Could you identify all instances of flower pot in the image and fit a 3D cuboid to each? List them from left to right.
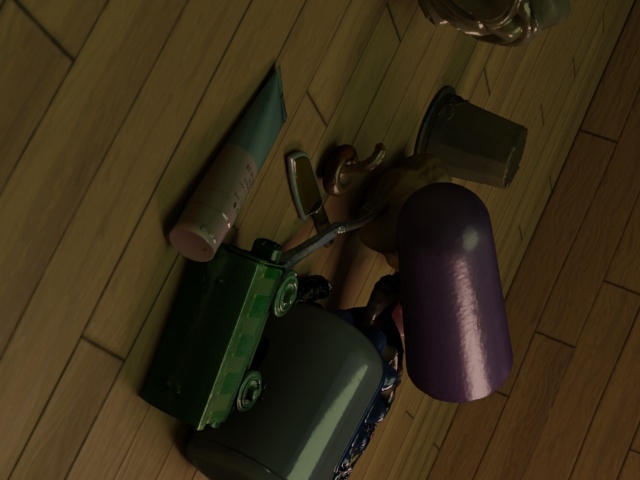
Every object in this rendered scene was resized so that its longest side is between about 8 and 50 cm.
[{"bbox_3d":[0.335,-0.209,2.448,0.212,0.203,0.212,20,90,-74],"label":"flower pot"}]

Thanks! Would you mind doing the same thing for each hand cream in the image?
[{"bbox_3d":[-0.118,-0.111,1.598,0.111,0.070,0.312,83,26,-50],"label":"hand cream"}]

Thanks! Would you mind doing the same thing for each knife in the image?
[{"bbox_3d":[-0.014,-0.062,1.938,0.061,0.027,0.343,-57,157,-19],"label":"knife"}]

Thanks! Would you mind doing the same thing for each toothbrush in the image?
[{"bbox_3d":[0.000,0.000,1.970,0.413,0.042,0.035,-32,146,-47],"label":"toothbrush"}]

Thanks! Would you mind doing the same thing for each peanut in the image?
[{"bbox_3d":[0.173,-0.082,2.239,0.313,0.152,0.152,-40,146,-52],"label":"peanut"}]

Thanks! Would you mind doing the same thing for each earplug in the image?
[{"bbox_3d":[0.245,0.085,2.107,0.215,0.215,0.456,-54,147,-36],"label":"earplug"}]

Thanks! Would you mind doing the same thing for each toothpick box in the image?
[{"bbox_3d":[-0.029,0.268,1.878,0.354,0.263,0.263,-59,158,-22],"label":"toothpick box"}]

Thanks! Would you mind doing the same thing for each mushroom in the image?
[{"bbox_3d":[0.054,-0.134,1.961,0.129,0.072,0.088,-35,143,6],"label":"mushroom"}]

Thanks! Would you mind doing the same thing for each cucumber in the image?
[{"bbox_3d":[-0.035,0.094,2.009,0.181,0.053,0.053,-15,124,-65],"label":"cucumber"}]

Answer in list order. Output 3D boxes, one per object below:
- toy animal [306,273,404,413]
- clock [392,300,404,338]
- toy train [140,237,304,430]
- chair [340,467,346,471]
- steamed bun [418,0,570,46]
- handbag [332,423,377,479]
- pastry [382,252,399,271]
[{"bbox_3d":[0.050,0.220,2.166,0.344,0.194,0.302,-28,141,-65],"label":"toy animal"},{"bbox_3d":[0.221,0.138,2.648,0.195,0.100,0.194,-66,164,-1],"label":"clock"},{"bbox_3d":[-0.142,0.137,1.679,0.202,0.120,0.300,13,98,-66],"label":"toy train"},{"bbox_3d":[-0.054,0.541,2.260,0.158,0.247,0.172,-71,-158,8],"label":"chair"},{"bbox_3d":[0.275,-0.481,1.971,0.309,0.219,0.324,66,28,-9],"label":"steamed bun"},{"bbox_3d":[0.028,0.452,2.442,0.260,0.113,0.162,-61,153,1],"label":"handbag"},{"bbox_3d":[0.203,-0.016,2.446,0.182,0.093,0.192,-71,159,-3],"label":"pastry"}]
